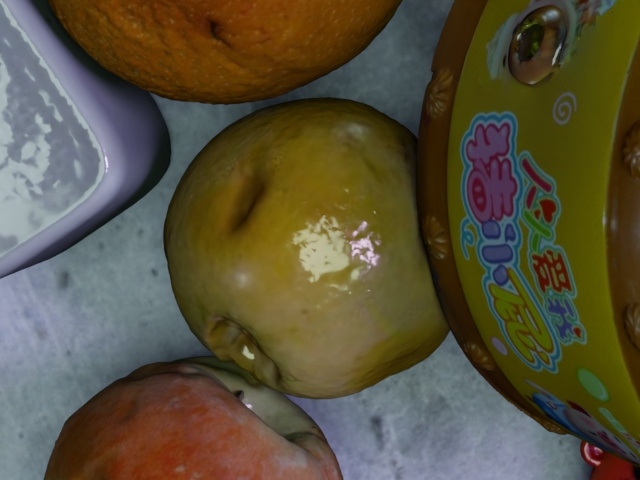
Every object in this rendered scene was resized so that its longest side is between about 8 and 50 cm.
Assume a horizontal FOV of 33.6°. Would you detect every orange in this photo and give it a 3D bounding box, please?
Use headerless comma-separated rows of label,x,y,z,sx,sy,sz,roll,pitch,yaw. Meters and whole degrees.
orange,-0.053,-0.216,0.663,0.264,0.264,0.264,0,99,-2

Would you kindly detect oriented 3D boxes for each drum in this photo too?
drum,0.279,-0.045,0.638,0.431,0.214,0.431,-6,102,-28

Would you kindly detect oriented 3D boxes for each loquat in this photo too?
loquat,0.005,0.003,0.722,0.213,0.213,0.213,0,99,-2

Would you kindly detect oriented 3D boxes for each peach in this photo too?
peach,-0.099,0.202,0.751,0.214,0.214,0.235,37,107,-7

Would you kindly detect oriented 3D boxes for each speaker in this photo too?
speaker,-0.277,-0.164,0.691,0.183,0.184,0.406,-34,98,3

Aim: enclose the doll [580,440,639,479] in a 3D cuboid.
doll,0.297,0.207,0.822,0.217,0.085,0.183,40,96,-16
